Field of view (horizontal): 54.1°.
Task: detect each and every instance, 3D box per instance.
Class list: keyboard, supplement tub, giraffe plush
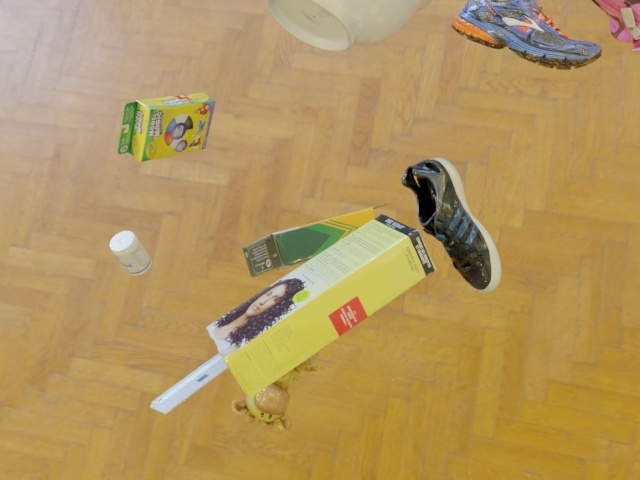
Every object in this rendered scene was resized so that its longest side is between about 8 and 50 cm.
[{"bbox_3d":[-0.288,0.330,1.504,0.072,0.014,0.256,10,33,42],"label":"keyboard"},{"bbox_3d":[-0.488,0.034,1.616,0.070,0.107,0.071,-10,49,11],"label":"supplement tub"},{"bbox_3d":[-0.105,0.304,1.334,0.181,0.210,0.171,12,61,12],"label":"giraffe plush"}]

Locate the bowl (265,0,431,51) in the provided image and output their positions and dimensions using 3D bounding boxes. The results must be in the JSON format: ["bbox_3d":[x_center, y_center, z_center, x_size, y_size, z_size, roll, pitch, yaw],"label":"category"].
[{"bbox_3d":[0.011,-0.372,0.916,0.297,0.298,0.134,24,83,11],"label":"bowl"}]

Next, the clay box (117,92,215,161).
[{"bbox_3d":[-0.339,-0.251,1.388,0.053,0.222,0.128,35,124,23],"label":"clay box"}]

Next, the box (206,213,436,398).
[{"bbox_3d":[0.000,0.061,0.652,0.232,0.087,0.058,-33,115,-13],"label":"box"}]

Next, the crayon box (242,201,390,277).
[{"bbox_3d":[0.000,0.000,1.512,0.322,0.203,0.083,-17,88,-28],"label":"crayon box"}]

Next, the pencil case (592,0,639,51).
[{"bbox_3d":[0.231,-0.255,0.545,0.209,0.095,0.098,24,80,-24],"label":"pencil case"}]

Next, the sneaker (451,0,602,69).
[{"bbox_3d":[0.301,-0.311,0.908,0.221,0.083,0.087,28,109,21],"label":"sneaker"}]

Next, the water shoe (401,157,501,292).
[{"bbox_3d":[0.173,-0.015,0.864,0.080,0.073,0.203,-15,75,-32],"label":"water shoe"}]
